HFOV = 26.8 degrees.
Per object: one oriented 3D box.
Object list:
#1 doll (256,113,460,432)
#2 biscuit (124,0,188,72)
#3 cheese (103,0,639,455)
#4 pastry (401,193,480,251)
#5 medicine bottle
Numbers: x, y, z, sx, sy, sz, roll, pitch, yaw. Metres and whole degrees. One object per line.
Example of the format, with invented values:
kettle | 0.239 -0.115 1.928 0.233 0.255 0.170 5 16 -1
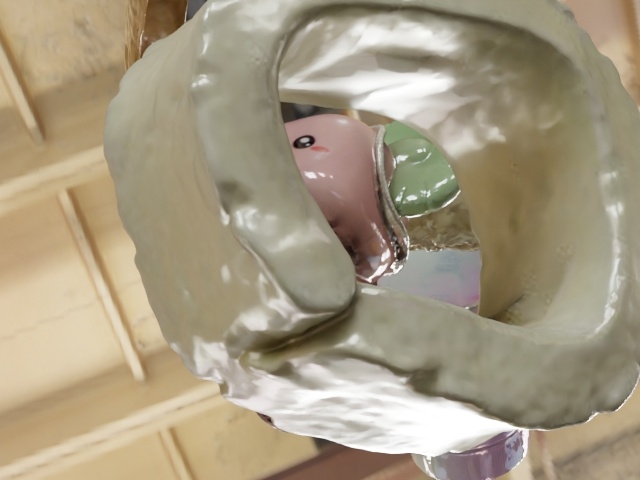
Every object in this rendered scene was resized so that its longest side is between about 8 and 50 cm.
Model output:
doll | 0.000 0.000 1.180 0.284 0.268 0.216 -9 -55 30
biscuit | -0.162 -0.310 1.347 0.062 0.365 0.385 4 -39 -9
cheese | 0.043 -0.023 0.814 0.332 0.292 0.153 9 -22 -28
pastry | 0.085 -0.042 1.344 0.259 0.121 0.089 4 -15 2
medicine bottle | 0.157 0.140 1.538 0.152 0.152 0.254 -17 -57 -9
